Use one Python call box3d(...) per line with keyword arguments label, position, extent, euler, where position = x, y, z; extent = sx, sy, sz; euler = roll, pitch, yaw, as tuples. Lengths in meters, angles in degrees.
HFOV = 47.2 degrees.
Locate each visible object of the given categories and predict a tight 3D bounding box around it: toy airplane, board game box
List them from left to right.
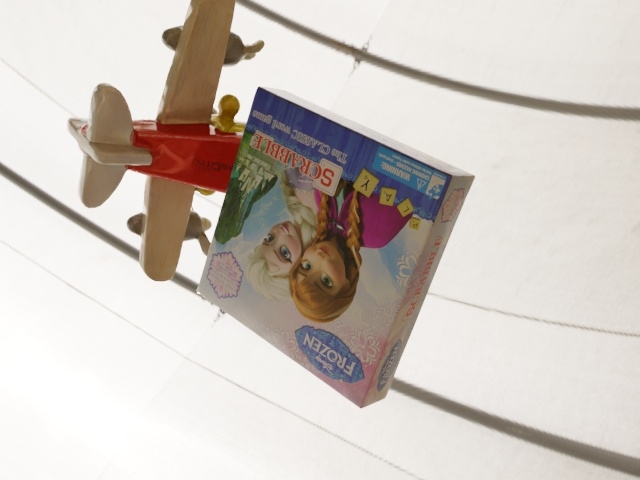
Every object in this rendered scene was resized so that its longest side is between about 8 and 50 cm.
box3d(label="toy airplane", position=(-0.215, -0.156, 1.194), extent=(0.386, 0.384, 0.272), euler=(-32, -149, 3))
box3d(label="board game box", position=(0.000, 0.000, 0.963), extent=(0.319, 0.066, 0.317), euler=(29, -69, 32))
